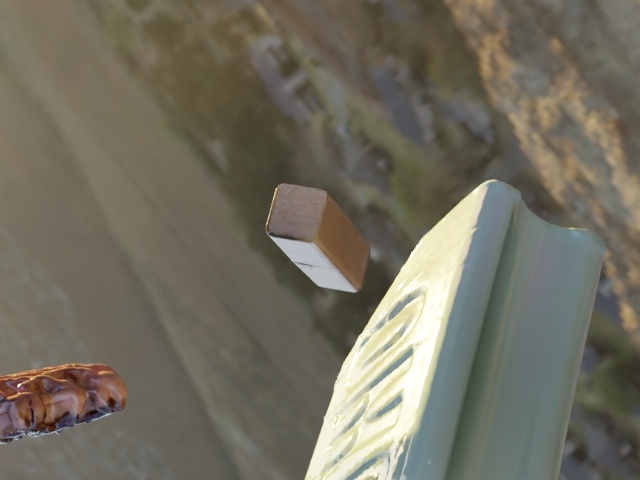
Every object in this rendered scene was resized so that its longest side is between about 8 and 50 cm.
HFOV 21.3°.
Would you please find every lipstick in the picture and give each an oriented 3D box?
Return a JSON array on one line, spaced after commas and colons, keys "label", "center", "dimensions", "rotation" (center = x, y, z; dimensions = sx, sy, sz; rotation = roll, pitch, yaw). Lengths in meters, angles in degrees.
[{"label": "lipstick", "center": [0.000, 0.000, 1.333], "dimensions": [0.045, 0.045, 0.145], "rotation": [11, 166, 19]}]

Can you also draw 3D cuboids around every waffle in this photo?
[{"label": "waffle", "center": [-0.268, 0.136, 1.363], "dimensions": [0.234, 0.221, 0.055], "rotation": [-6, 96, 64]}]

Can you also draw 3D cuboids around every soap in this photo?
[{"label": "soap", "center": [0.063, 0.122, 0.986], "dimensions": [0.095, 0.289, 0.173], "rotation": [30, 139, -12]}]
